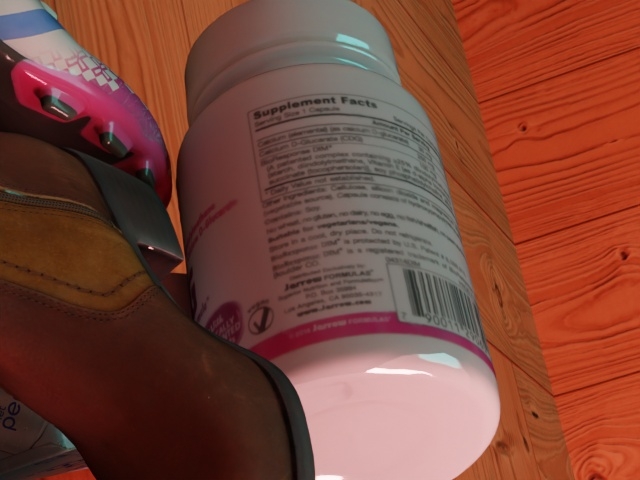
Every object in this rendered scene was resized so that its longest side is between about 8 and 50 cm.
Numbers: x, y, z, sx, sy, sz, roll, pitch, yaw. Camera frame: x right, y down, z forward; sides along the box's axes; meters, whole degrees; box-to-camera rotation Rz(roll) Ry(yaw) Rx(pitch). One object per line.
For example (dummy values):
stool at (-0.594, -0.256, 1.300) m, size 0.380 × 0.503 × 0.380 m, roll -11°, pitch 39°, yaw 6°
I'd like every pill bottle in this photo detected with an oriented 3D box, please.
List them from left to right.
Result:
pill bottle at (0.000, 0.000, 0.971) m, size 0.160 × 0.160 × 0.283 m, roll 53°, pitch 21°, yaw -49°

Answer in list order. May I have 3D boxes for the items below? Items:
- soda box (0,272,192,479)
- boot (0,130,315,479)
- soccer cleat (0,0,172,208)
soda box at (-0.127, 0.073, 0.920) m, size 0.286 × 0.091 × 0.098 m, roll 6°, pitch 64°, yaw -72°
boot at (-0.151, 0.026, 0.638) m, size 0.280 × 0.096 × 0.264 m, roll 17°, pitch 37°, yaw -42°
soccer cleat at (-0.179, -0.116, 0.914) m, size 0.331 × 0.116 × 0.143 m, roll 47°, pitch 29°, yaw -55°
